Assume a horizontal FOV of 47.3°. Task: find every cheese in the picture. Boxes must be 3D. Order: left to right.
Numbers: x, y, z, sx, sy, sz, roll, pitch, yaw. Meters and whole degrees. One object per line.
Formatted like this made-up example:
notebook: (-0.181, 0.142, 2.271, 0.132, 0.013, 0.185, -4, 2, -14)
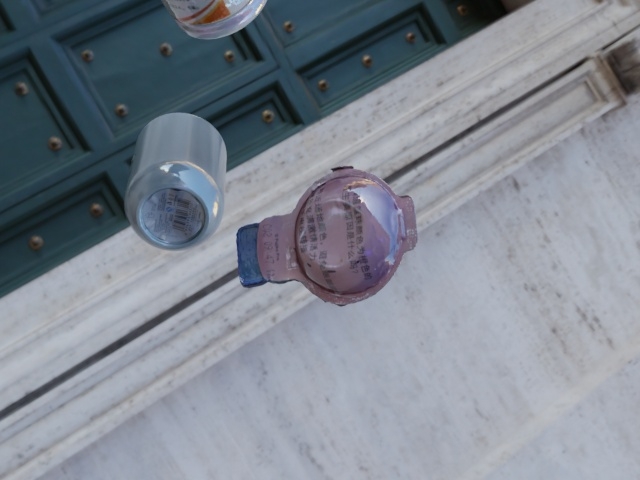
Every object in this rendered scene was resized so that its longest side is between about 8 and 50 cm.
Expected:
cheese: (0.000, 0.000, 0.996, 0.074, 0.286, 0.189, 14, 66, -57)

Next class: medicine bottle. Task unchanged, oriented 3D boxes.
medicine bottle: (-0.232, -0.529, 1.269, 0.202, 0.202, 0.316, 47, -6, 33)

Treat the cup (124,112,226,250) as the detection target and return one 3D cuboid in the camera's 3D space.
cup: (-0.301, -0.123, 1.533, 0.312, 0.205, 0.205, -103, 172, -60)
